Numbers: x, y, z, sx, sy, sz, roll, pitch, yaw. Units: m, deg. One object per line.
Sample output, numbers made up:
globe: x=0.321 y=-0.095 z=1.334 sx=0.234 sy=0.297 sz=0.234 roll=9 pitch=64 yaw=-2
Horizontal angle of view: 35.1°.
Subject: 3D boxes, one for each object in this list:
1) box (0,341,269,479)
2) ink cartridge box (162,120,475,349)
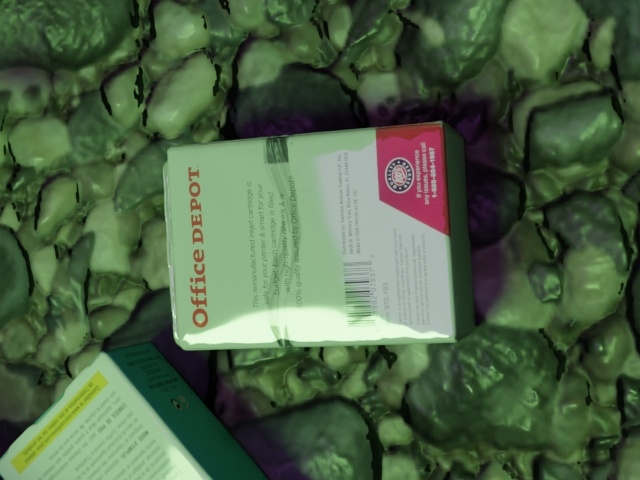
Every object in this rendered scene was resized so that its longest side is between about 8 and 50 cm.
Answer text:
box: x=-0.062 y=0.179 z=0.558 sx=0.100 sy=0.060 sz=0.244 roll=-45 pitch=78 yaw=13
ink cartridge box: x=0.000 y=0.000 z=0.535 sx=0.150 sy=0.063 sz=0.109 roll=-3 pitch=90 yaw=18
